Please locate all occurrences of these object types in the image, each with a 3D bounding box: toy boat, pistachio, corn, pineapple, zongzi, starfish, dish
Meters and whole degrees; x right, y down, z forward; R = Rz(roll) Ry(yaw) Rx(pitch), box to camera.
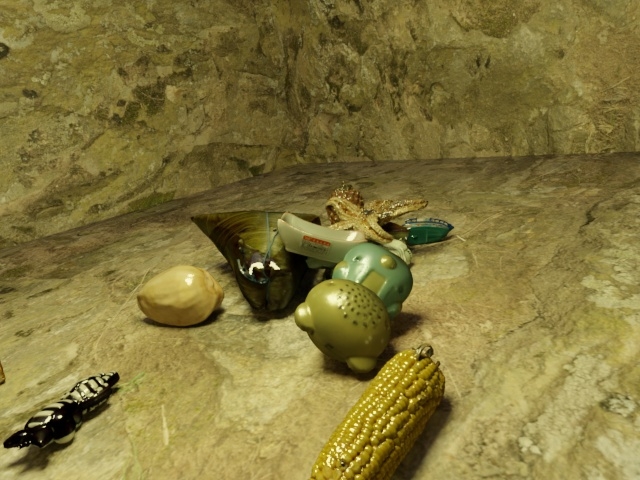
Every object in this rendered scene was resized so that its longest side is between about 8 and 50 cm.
[{"bbox_3d":[0.345,-0.045,1.410,0.175,0.091,0.110,-3,35,6],"label":"toy boat"},{"bbox_3d":[-0.363,0.145,1.121,0.229,0.157,0.157,-9,16,22],"label":"pistachio"},{"bbox_3d":[0.091,0.253,0.600,0.106,0.106,0.293,3,24,35],"label":"corn"},{"bbox_3d":[0.096,-0.137,1.659,0.166,0.193,0.166,-6,21,2],"label":"pineapple"},{"bbox_3d":[-0.237,0.029,1.196,0.432,0.207,0.403,10,23,7],"label":"zongzi"},{"bbox_3d":[0.138,-0.065,1.268,0.312,0.113,0.303,5,29,37],"label":"starfish"},{"bbox_3d":[0.000,0.000,1.037,0.212,0.077,0.151,14,11,-1],"label":"dish"}]

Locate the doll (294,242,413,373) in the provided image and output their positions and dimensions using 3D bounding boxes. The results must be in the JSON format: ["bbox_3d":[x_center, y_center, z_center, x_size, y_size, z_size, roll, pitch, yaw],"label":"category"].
[{"bbox_3d":[0.074,0.127,0.861,0.177,0.161,0.260,39,45,5],"label":"doll"}]

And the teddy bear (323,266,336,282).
[{"bbox_3d":[0.062,0.099,1.075,0.133,0.111,0.213,-4,19,6],"label":"teddy bear"}]

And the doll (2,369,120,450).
[{"bbox_3d":[-0.448,0.304,0.773,0.091,0.067,0.219,-8,11,15],"label":"doll"}]

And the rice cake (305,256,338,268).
[{"bbox_3d":[0.027,0.059,1.207,0.085,0.040,0.226,-6,-5,12],"label":"rice cake"}]

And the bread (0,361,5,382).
[{"bbox_3d":[-0.752,0.290,0.955,0.083,0.076,0.070,-21,17,-35],"label":"bread"}]

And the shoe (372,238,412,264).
[{"bbox_3d":[0.203,0.045,1.201,0.110,0.095,0.265,-8,15,3],"label":"shoe"}]

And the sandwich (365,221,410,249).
[{"bbox_3d":[0.159,-0.005,1.382,0.258,0.094,0.096,-3,23,15],"label":"sandwich"}]
